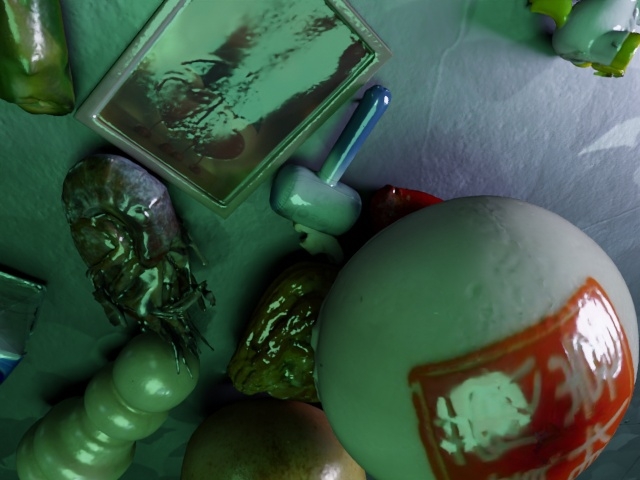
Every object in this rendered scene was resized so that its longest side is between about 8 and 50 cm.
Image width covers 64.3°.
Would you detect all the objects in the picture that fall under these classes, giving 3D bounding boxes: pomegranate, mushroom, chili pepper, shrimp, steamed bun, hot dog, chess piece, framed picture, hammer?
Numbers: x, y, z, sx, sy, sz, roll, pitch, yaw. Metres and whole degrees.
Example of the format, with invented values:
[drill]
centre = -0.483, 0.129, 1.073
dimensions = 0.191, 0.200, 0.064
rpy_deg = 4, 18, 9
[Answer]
[pomegranate]
centre = -0.077, 0.398, 0.815
dimensions = 0.319, 0.319, 0.319
rpy_deg = -5, 128, -7
[mushroom]
centre = 0.000, 0.000, 0.708
dimensions = 0.049, 0.019, 0.101
rpy_deg = -32, 126, 17
[chili pepper]
centre = 0.158, 0.019, 0.702
dimensions = 0.144, 0.136, 0.252
rpy_deg = -10, 125, 32
[shrimp]
centre = -0.202, 0.046, 0.643
dimensions = 0.145, 0.116, 0.343
rpy_deg = -14, 123, 4
[steamed bun]
centre = 0.184, 0.139, 0.573
dimensions = 0.375, 0.241, 0.374
rpy_deg = -4, 106, -13
[hot dog]
centre = -0.033, 0.158, 0.750
dimensions = 0.196, 0.122, 0.272
rpy_deg = 15, 126, -23
[chess piece]
centre = -0.300, 0.256, 0.773
dimensions = 0.300, 0.167, 0.167
rpy_deg = -43, 123, 16
[framed picture]
centre = -0.093, -0.172, 0.560
dimensions = 0.289, 0.020, 0.211
rpy_deg = -41, 124, 19
[hammer]
centre = 0.025, -0.098, 0.612
dimensions = 0.116, 0.069, 0.193
rpy_deg = 22, 116, -23

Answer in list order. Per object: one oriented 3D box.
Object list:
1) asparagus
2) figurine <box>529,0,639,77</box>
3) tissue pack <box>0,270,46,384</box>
[asparagus]
centre = -0.263, -0.252, 0.430
dimensions = 0.082, 0.085, 0.343
rpy_deg = 18, 128, 6
[figurine]
centre = 0.322, -0.259, 0.528
dimensions = 0.178, 0.109, 0.129
rpy_deg = -41, 101, 16
[tissue pack]
centre = -0.513, 0.145, 0.644
dimensions = 0.198, 0.146, 0.263
rpy_deg = 30, 116, -30
